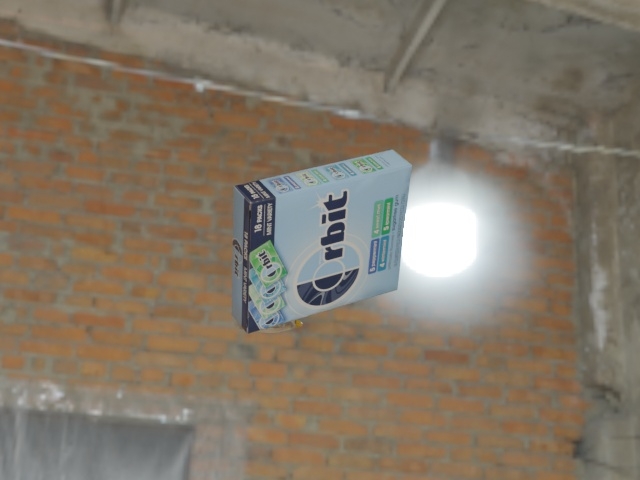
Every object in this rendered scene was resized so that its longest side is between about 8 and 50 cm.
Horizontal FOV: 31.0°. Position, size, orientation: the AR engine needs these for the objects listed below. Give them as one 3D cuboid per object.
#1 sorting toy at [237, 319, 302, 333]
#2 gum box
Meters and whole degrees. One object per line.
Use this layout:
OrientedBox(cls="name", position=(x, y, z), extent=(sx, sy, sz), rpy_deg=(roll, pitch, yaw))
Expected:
OrientedBox(cls="sorting toy", position=(-0.047, 0.060, 1.268), extent=(0.045, 0.075, 0.083), rpy_deg=(21, -25, -33))
OrientedBox(cls="gum box", position=(0.000, 0.000, 1.176), extent=(0.184, 0.041, 0.157), rpy_deg=(-16, -52, -27))
